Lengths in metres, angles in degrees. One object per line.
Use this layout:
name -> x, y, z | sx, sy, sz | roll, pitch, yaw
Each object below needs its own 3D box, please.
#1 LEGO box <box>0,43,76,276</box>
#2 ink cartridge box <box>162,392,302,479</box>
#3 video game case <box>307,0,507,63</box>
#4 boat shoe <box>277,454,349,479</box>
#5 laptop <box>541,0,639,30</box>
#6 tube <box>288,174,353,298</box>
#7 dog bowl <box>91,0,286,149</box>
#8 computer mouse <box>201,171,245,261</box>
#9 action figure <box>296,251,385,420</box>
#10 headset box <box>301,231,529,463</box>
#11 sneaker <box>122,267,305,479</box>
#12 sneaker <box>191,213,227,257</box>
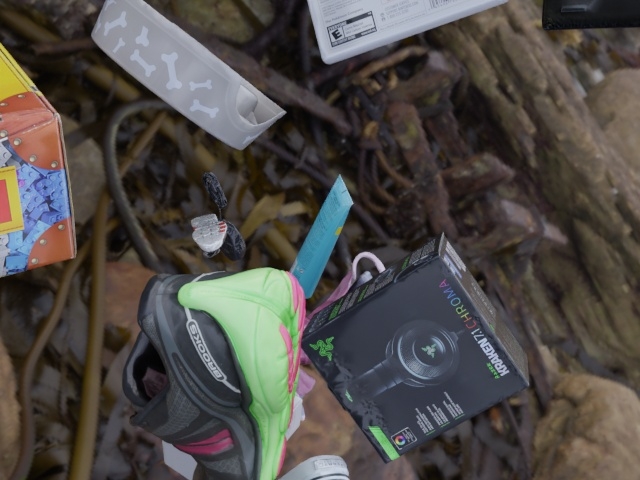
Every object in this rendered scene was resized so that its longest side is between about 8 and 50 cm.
LEGO box -> -0.563, -0.132, 1.045 | 0.372, 0.193, 0.500 | -16, 38, -28
ink cartridge box -> -0.147, 0.323, 1.476 | 0.148, 0.086, 0.203 | 27, 46, 23
video game case -> 0.122, -0.494, 1.479 | 0.036, 0.328, 0.300 | 4, 71, -71
boat shoe -> -0.056, 0.460, 1.360 | 0.121, 0.335, 0.119 | 9, 47, -25
laptop -> 0.482, -0.427, 0.941 | 0.236, 0.381, 0.408 | -5, 102, -49
tube -> 0.000, 0.000, 1.398 | 0.052, 0.207, 0.080 | 7, 34, -28
dog bowl -> -0.221, -0.279, 1.427 | 0.348, 0.102, 0.349 | 38, 6, -5
computer mouse -> -0.200, -0.051, 1.817 | 0.071, 0.242, 0.041 | 31, 57, 34
action figure -> -0.017, 0.224, 1.883 | 0.370, 0.276, 0.248 | -20, 69, -21
headset box -> 0.139, 0.173, 1.359 | 0.246, 0.283, 0.131 | 56, 18, -6
sneaker -> -0.132, 0.182, 1.059 | 0.202, 0.483, 0.185 | 11, 48, 2
sneaker -> -0.188, 0.001, 1.509 | 0.158, 0.061, 0.065 | -121, -162, -70
